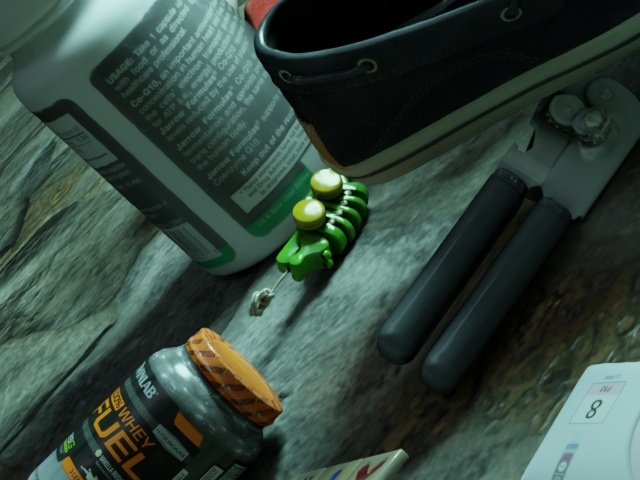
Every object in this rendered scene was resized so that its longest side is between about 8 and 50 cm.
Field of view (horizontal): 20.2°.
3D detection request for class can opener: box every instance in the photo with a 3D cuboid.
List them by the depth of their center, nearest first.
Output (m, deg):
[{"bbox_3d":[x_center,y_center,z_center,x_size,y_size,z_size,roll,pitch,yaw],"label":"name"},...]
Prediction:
[{"bbox_3d":[0.142,-0.009,1.295,0.280,0.074,0.093,-53,-12,-22],"label":"can opener"}]

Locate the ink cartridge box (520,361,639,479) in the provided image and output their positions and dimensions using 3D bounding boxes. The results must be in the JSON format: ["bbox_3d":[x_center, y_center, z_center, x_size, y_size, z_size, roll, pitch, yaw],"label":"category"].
[{"bbox_3d":[0.162,0.165,0.938,0.232,0.066,0.189,-52,21,-25],"label":"ink cartridge box"}]

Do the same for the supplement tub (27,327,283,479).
[{"bbox_3d":[-0.127,0.165,1.400,0.190,0.117,0.117,-45,21,5],"label":"supplement tub"}]

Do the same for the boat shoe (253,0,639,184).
[{"bbox_3d":[0.155,-0.216,1.278,0.500,0.156,0.187,-31,33,30],"label":"boat shoe"}]

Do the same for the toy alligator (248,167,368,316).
[{"bbox_3d":[0.000,0.000,1.559,0.051,0.056,0.190,15,53,20],"label":"toy alligator"}]

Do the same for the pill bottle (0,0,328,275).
[{"bbox_3d":[-0.157,-0.153,1.694,0.204,0.361,0.204,-38,22,19],"label":"pill bottle"}]

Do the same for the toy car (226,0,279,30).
[{"bbox_3d":[-0.107,-0.242,1.936,0.210,0.238,0.219,-44,21,6],"label":"toy car"}]

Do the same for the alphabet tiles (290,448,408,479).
[{"bbox_3d":[-0.085,0.266,1.172,0.342,0.011,0.285,-47,10,-27],"label":"alphabet tiles"}]
